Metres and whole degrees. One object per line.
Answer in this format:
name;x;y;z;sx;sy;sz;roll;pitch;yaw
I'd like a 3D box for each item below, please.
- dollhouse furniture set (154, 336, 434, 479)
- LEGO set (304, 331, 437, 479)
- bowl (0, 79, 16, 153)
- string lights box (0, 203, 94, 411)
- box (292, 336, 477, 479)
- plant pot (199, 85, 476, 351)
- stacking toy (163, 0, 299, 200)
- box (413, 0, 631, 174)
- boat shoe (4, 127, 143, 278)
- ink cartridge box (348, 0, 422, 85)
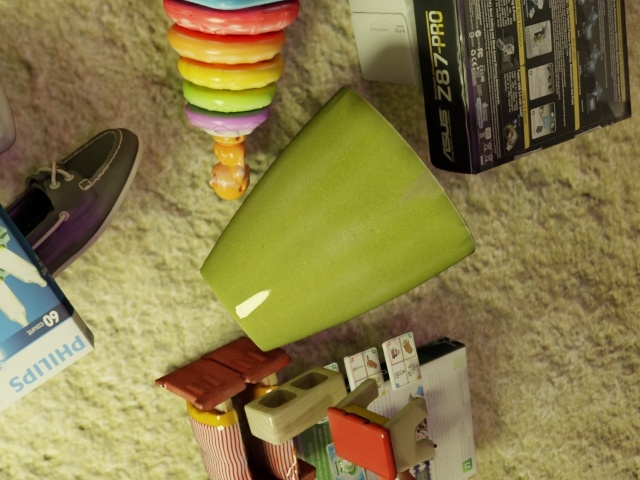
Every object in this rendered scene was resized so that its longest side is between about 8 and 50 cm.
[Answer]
dollhouse furniture set;-0.032;0.269;1.287;0.152;0.374;0.201;-25;113;-33
LEGO set;0.076;0.273;1.504;0.182;0.060;0.244;-19;102;-26
bowl;-0.406;-0.141;1.126;0.142;0.053;0.142;-27;113;-28
string lights box;-0.364;0.039;1.083;0.133;0.077;0.260;-35;101;-8
box;0.096;0.307;1.578;0.322;0.058;0.232;-19;111;-32
plant pot;0.000;0.000;1.337;0.293;0.275;0.275;-39;121;-2
stacking toy;-0.110;-0.191;1.275;0.175;0.166;0.302;-24;126;-43
box;0.268;-0.317;1.366;0.318;0.097;0.395;-21;112;-29
boat shoe;-0.331;-0.009;1.173;0.335;0.112;0.095;-53;129;-9
ink cartridge box;0.149;-0.299;1.425;0.176;0.128;0.127;-23;113;-28
